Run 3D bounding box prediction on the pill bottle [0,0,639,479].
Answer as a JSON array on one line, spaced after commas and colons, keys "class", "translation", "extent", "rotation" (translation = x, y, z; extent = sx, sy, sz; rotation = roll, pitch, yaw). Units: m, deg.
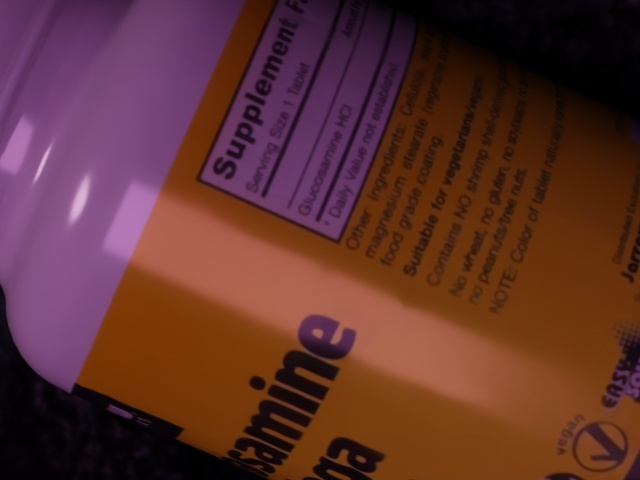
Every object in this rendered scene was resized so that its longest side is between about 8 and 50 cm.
[{"class": "pill bottle", "translation": [0.000, 0.000, 0.668], "extent": [0.334, 0.188, 0.188], "rotation": [24, 114, -5]}]
